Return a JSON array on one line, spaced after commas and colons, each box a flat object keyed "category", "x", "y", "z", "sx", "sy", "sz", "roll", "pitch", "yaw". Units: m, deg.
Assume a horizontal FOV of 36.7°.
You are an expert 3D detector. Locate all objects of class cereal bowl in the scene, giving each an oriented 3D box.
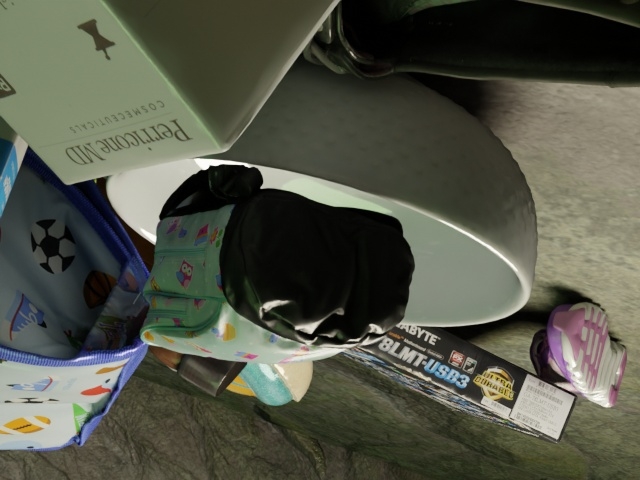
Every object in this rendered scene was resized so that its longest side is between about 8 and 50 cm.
[{"category": "cereal bowl", "x": 0.011, "y": -0.050, "z": 0.777, "sx": 0.338, "sy": 0.141, "sz": 0.339, "roll": 14, "pitch": 161, "yaw": 5}]

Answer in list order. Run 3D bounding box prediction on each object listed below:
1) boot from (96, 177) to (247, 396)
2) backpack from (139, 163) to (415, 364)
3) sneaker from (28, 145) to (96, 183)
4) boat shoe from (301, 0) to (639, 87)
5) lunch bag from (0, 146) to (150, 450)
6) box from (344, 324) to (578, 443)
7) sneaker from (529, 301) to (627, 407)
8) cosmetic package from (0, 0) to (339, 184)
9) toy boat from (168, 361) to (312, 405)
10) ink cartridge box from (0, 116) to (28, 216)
[{"category": "boot", "x": -0.161, "y": 0.019, "z": 1.111, "sx": 0.280, "sy": 0.264, "sz": 0.096, "roll": 35, "pitch": 140, "yaw": 9}, {"category": "backpack", "x": -0.047, "y": 0.024, "z": 0.638, "sx": 0.152, "sy": 0.115, "sz": 0.182, "roll": 25, "pitch": 162, "yaw": -33}, {"category": "sneaker", "x": -0.349, "y": -0.126, "z": 0.947, "sx": 0.295, "sy": 0.109, "sz": 0.123, "roll": 29, "pitch": 129, "yaw": -24}, {"category": "boat shoe", "x": 0.061, "y": -0.137, "z": 0.557, "sx": 0.335, "sy": 0.096, "sz": 0.112, "roll": 3, "pitch": 158, "yaw": 32}, {"category": "lunch bag", "x": -0.345, "y": 0.039, "z": 0.864, "sx": 0.385, "sy": 0.239, "sz": 0.328, "roll": 30, "pitch": 146, "yaw": -8}, {"category": "box", "x": 0.129, "y": 0.154, "z": 1.246, "sx": 0.293, "sy": 0.073, "sz": 0.295, "roll": 29, "pitch": 170, "yaw": -16}, {"category": "sneaker", "x": 0.300, "y": 0.137, "z": 1.178, "sx": 0.104, "sy": 0.095, "sz": 0.236, "roll": 13, "pitch": 164, "yaw": 31}, {"category": "cosmetic package", "x": -0.109, "y": -0.149, "z": 0.491, "sx": 0.151, "sy": 0.151, "sz": 0.184, "roll": -5, "pitch": 132, "yaw": 46}, {"category": "toy boat", "x": -0.141, "y": 0.126, "z": 1.316, "sx": 0.267, "sy": 0.148, "sz": 0.318, "roll": 48, "pitch": 166, "yaw": -7}, {"category": "ink cartridge box", "x": -0.263, "y": -0.129, "z": 0.670, "sx": 0.148, "sy": 0.203, "sz": 0.086, "roll": 19, "pitch": 163, "yaw": -10}]
